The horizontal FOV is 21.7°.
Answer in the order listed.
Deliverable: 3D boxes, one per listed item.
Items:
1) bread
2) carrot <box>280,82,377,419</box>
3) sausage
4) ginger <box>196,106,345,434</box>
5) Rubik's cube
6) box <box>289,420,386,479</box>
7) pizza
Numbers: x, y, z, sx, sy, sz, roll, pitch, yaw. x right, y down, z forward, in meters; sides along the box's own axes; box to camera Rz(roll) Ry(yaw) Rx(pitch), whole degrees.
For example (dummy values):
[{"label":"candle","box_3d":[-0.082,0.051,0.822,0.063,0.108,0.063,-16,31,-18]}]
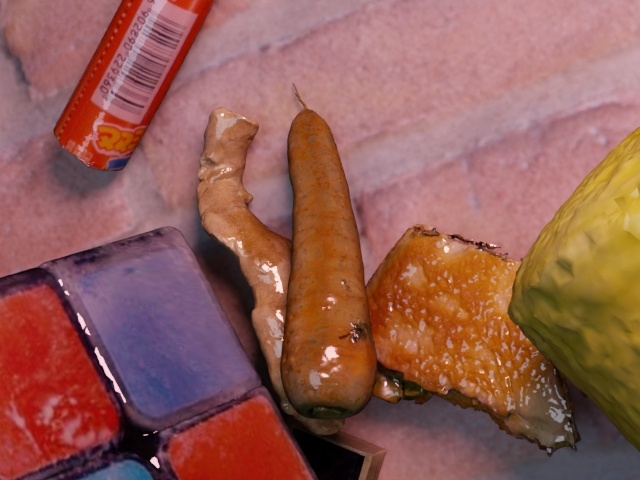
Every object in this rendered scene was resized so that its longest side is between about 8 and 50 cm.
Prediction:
[{"label":"bread","box_3d":[0.327,0.024,1.095,0.348,0.348,0.308,-43,86,20]},{"label":"carrot","box_3d":[0.000,0.000,1.347,0.078,0.078,0.298,-17,62,24]},{"label":"sausage","box_3d":[-0.138,-0.191,1.425,0.074,0.074,0.274,35,106,19]},{"label":"ginger","box_3d":[-0.040,0.025,1.391,0.075,0.089,0.288,-38,65,48]},{"label":"Rubik's cube","box_3d":[-0.226,0.213,1.319,0.316,0.318,0.313,-36,79,41]},{"label":"box","box_3d":[0.003,0.198,1.401,0.083,0.035,0.079,19,100,22]},{"label":"pizza","box_3d":[0.125,0.074,1.324,0.226,0.069,0.147,16,91,31]}]
